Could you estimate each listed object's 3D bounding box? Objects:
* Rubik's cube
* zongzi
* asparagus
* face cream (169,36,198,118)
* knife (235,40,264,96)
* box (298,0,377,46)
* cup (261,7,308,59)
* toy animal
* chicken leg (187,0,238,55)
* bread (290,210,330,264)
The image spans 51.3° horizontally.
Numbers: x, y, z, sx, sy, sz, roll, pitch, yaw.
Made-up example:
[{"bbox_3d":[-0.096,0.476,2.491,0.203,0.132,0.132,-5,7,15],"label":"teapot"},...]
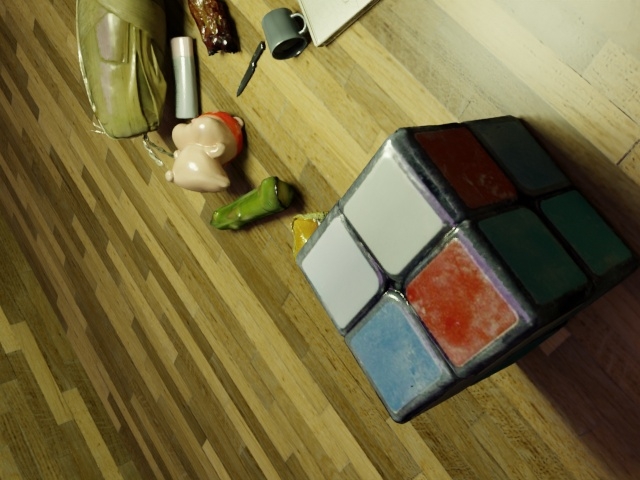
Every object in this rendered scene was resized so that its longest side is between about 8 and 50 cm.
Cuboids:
[{"bbox_3d":[0.208,0.034,0.993,0.316,0.318,0.313,56,135,19],"label":"Rubik's cube"},{"bbox_3d":[-0.454,-0.443,1.533,0.467,0.218,0.499,156,107,-75],"label":"zongzi"},{"bbox_3d":[-0.162,-0.078,1.561,0.343,0.085,0.082,-21,98,55],"label":"asparagus"},{"bbox_3d":[-0.343,-0.409,1.675,0.084,0.057,0.198,22,117,55],"label":"face cream"},{"bbox_3d":[-0.162,-0.385,1.512,0.170,0.010,0.023,-50,59,47],"label":"knife"},{"bbox_3d":[0.039,-0.459,1.243,0.198,0.029,0.109,-26,82,48],"label":"box"},{"bbox_3d":[-0.067,-0.425,1.346,0.100,0.078,0.077,-28,76,30],"label":"cup"},{"bbox_3d":[-0.266,-0.213,1.569,0.171,0.171,0.197,-17,54,50],"label":"toy animal"},{"bbox_3d":[-0.258,-0.514,1.541,0.105,0.063,0.233,-38,71,43],"label":"chicken leg"},{"bbox_3d":[0.000,0.000,1.409,0.140,0.069,0.127,7,107,51],"label":"bread"}]
